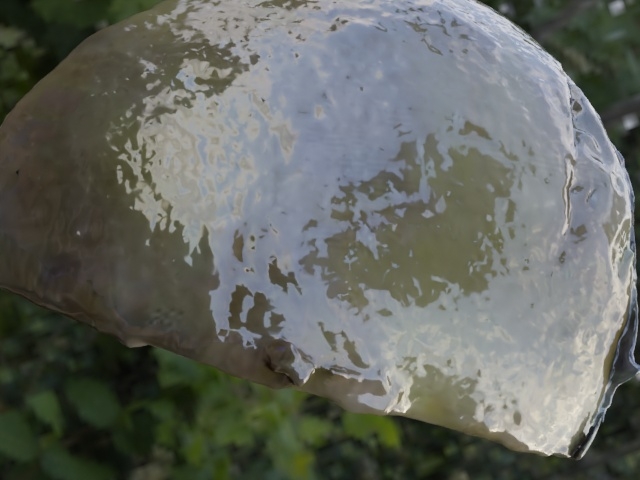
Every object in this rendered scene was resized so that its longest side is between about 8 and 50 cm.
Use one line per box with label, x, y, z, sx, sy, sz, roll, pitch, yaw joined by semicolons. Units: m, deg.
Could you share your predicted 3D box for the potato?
potato;0.008;-0.034;0.825;0.211;0.264;0.189;27;-81;44
